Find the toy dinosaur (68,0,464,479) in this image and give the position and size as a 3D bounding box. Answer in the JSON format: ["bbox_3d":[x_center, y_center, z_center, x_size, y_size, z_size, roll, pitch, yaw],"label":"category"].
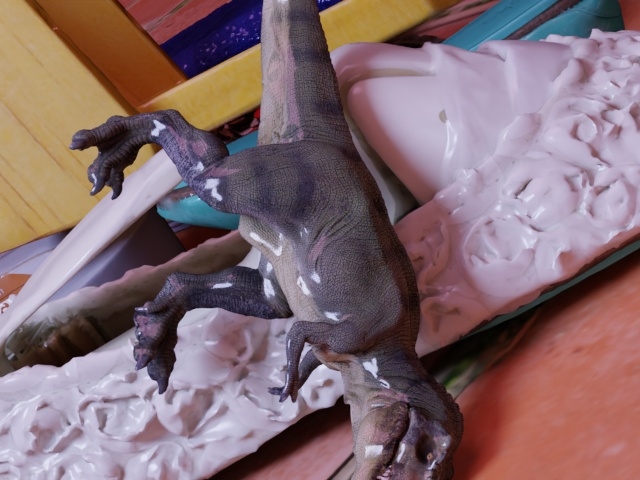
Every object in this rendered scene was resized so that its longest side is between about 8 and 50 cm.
[{"bbox_3d":[-0.024,-0.010,0.666,0.118,0.268,0.064,-16,-16,11],"label":"toy dinosaur"}]

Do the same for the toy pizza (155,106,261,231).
[{"bbox_3d":[-0.056,-0.072,1.241,0.201,0.032,0.201,-31,16,10],"label":"toy pizza"}]

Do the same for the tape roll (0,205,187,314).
[{"bbox_3d":[-0.167,0.064,0.984,0.219,0.072,0.219,-30,17,10],"label":"tape roll"}]

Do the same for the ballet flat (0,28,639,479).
[{"bbox_3d":[0.000,0.000,0.736,0.409,0.147,0.147,-31,16,6],"label":"ballet flat"}]

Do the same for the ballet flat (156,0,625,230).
[{"bbox_3d":[0.045,-0.044,0.845,0.247,0.087,0.083,-28,15,-5],"label":"ballet flat"}]

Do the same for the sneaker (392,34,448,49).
[{"bbox_3d":[0.056,-0.072,0.960,0.075,0.063,0.170,-35,19,-27],"label":"sneaker"}]

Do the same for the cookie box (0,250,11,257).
[{"bbox_3d":[-0.295,0.023,1.416,0.092,0.040,0.107,-22,19,34],"label":"cookie box"}]

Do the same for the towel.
[{"bbox_3d":[-0.051,-0.153,1.391,0.308,0.076,0.227,-28,14,26],"label":"towel"}]

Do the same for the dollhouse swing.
[{"bbox_3d":[-0.119,-0.169,1.017,0.305,0.315,0.347,-42,4,7],"label":"dollhouse swing"}]
